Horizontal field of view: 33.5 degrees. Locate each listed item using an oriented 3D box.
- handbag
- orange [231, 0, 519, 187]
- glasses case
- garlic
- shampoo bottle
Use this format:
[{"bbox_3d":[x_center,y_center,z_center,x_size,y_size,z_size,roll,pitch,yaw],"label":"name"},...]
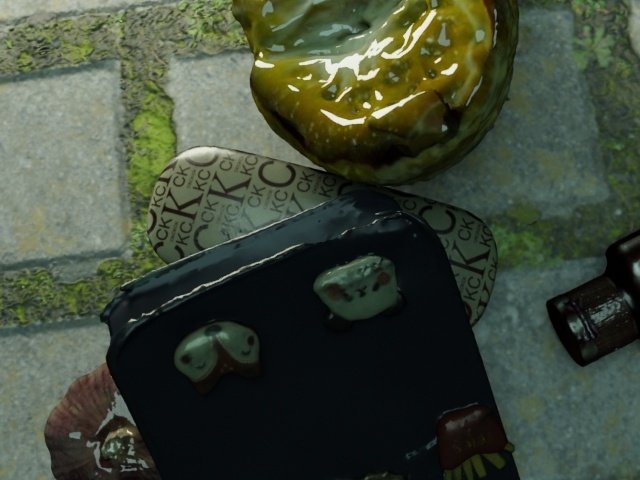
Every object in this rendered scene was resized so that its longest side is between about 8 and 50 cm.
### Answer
[{"bbox_3d":[-0.002,0.150,0.953,0.303,0.122,0.329,-23,104,-5],"label":"handbag"},{"bbox_3d":[0.061,-0.216,1.046,0.271,0.210,0.368,-18,73,19],"label":"orange"},{"bbox_3d":[0.000,0.000,1.065,0.355,0.085,0.137,14,82,7],"label":"glasses case"},{"bbox_3d":[-0.189,0.187,1.031,0.159,0.102,0.147,-8,81,2],"label":"garlic"},{"bbox_3d":[0.378,0.019,1.020,0.323,0.084,0.129,-25,113,-2],"label":"shampoo bottle"}]
